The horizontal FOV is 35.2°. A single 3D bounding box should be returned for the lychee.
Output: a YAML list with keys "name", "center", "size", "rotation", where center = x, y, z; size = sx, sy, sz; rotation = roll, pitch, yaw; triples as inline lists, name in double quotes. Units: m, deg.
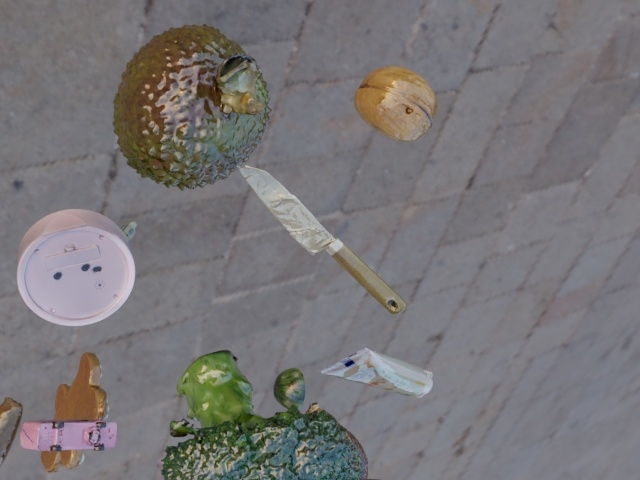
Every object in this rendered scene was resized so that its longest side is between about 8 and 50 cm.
- name: "lychee"
  center: [-0.211, -0.221, 1.668]
  size: [0.319, 0.270, 0.270]
  rotation: [-18, 156, 20]

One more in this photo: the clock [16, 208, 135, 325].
- name: "clock"
  center: [-0.422, 0.047, 1.744]
  size: [0.196, 0.068, 0.197]
  rotation: [-7, 117, -15]

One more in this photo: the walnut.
- name: "walnut"
  center: [0.160, -0.278, 2.059]
  size: [0.180, 0.144, 0.144]
  rotation: [35, 105, -23]

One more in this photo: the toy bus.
- name: "toy bus"
  center: [-0.508, 0.391, 2.037]
  size: [0.203, 0.090, 0.063]
  rotation: [13, 78, -52]

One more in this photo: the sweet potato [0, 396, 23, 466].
- name: "sweet potato"
  center: [-0.397, 0.253, 1.042]
  size: [0.255, 0.078, 0.058]
  rotation: [-33, 174, 17]

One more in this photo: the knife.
- name: "knife"
  center: [0.000, 0.001, 1.338]
  size: [0.047, 0.298, 0.017]
  rotation: [-39, -165, 27]

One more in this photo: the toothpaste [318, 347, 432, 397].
- name: "toothpaste"
  center: [0.098, 0.202, 1.525]
  size: [0.314, 0.056, 0.058]
  rotation: [29, 84, -60]

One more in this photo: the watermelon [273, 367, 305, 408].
- name: "watermelon"
  center: [-0.080, 0.358, 2.439]
  size: [0.062, 0.105, 0.105]
  rotation: [5, 129, -29]

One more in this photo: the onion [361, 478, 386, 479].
- name: "onion"
  center: [0.045, 0.463, 1.354]
  size: [0.273, 0.273, 0.285]
  rotation: [-50, 166, 15]

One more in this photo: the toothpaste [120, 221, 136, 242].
- name: "toothpaste"
  center: [-0.432, 0.016, 2.122]
  size: [0.031, 0.204, 0.049]
  rotation: [-18, 115, 27]

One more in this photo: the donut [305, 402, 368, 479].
- name: "donut"
  center: [0.029, 0.416, 1.868]
  size: [0.144, 0.126, 0.187]
  rotation: [21, 92, -38]

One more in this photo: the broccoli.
- name: "broccoli"
  center: [-0.105, 0.280, 1.254]
  size: [0.297, 0.297, 0.298]
  rotation: [-23, 144, -18]

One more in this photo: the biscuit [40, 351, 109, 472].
- name: "biscuit"
  center: [-0.560, 0.411, 2.305]
  size: [0.047, 0.216, 0.340]
  rotation: [12, 128, -31]
